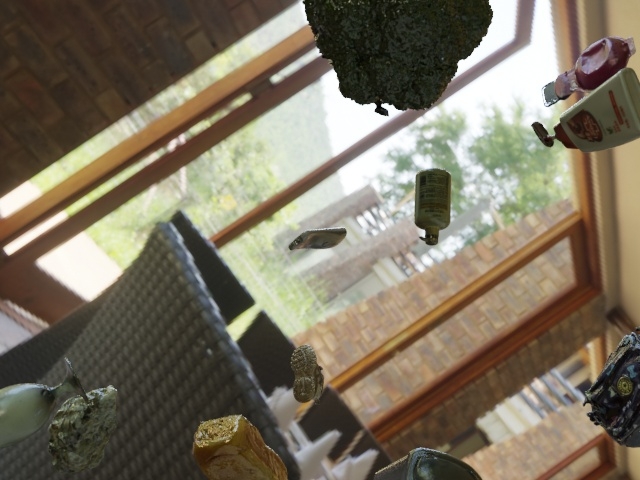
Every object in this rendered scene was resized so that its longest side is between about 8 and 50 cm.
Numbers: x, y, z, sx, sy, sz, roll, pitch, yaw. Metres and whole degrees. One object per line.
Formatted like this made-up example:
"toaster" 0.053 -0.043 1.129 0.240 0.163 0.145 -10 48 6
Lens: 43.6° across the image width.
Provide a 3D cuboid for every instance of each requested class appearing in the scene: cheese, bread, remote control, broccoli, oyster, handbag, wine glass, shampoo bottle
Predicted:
"cheese" 0.631 -0.396 1.892 0.062 0.244 0.155 31 45 -32
"bread" -0.212 0.593 2.120 0.132 0.167 0.294 -95 159 -56
"remote control" 0.000 0.000 1.447 0.027 0.050 0.184 53 20 13
"broccoli" 0.118 -0.379 1.320 0.321 0.303 0.283 62 -5 -27
"oyster" -0.458 0.365 1.546 0.064 0.125 0.177 20 -77 60
"handbag" 0.679 0.314 1.736 0.113 0.260 0.162 18 20 -24
"wine glass" -0.485 0.275 1.294 0.093 0.202 0.093 50 -23 31
"shampoo bottle" 0.238 -0.068 1.695 0.079 0.079 0.162 63 29 -71
"shampoo bottle" 0.600 -0.268 1.803 0.284 0.071 0.153 -20 -84 55

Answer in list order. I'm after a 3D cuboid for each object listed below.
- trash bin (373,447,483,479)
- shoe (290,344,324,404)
"trash bin" 0.220 0.518 1.648 0.176 0.101 0.236 26 -35 -10
"shoe" -0.028 0.404 2.394 0.092 0.089 0.180 37 42 -50
